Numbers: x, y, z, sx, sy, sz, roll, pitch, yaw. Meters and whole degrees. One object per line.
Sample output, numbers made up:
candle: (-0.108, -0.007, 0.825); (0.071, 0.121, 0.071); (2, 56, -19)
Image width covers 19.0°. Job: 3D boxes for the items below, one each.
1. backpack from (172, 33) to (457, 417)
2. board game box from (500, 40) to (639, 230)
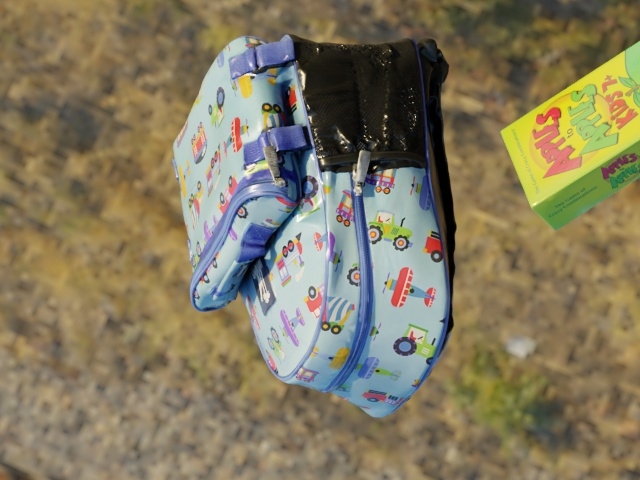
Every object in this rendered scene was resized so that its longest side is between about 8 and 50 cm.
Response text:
backpack: (0.000, 0.000, 0.968); (0.116, 0.173, 0.158); (0, 157, -21)
board game box: (0.243, -0.096, 1.556); (0.181, 0.092, 0.043); (-33, 137, 18)
